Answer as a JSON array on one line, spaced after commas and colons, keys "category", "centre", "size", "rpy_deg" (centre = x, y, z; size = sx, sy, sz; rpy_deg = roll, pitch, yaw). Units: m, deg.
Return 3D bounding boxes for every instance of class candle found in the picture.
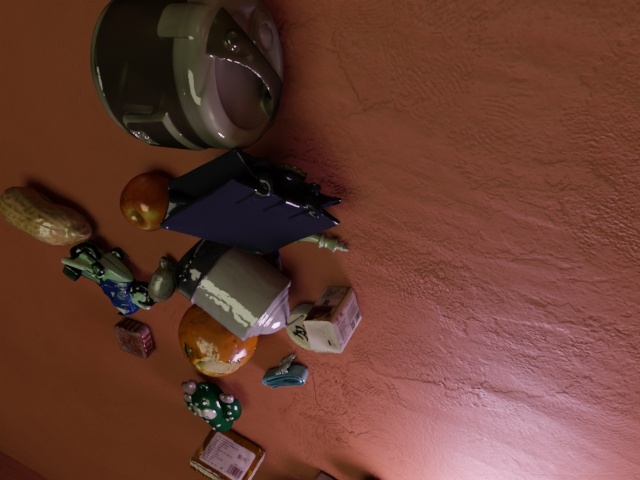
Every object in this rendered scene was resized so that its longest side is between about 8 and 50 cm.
[{"category": "candle", "centre": [-0.212, 0.137, 1.415], "size": [0.343, 0.221, 0.221], "rpy_deg": [40, 131, 3]}]

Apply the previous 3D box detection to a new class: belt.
[{"category": "belt", "centre": [-0.125, 0.421, 1.663], "size": [0.179, 0.065, 0.100], "rpy_deg": [-23, 117, 37]}]

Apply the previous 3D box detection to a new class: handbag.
[{"category": "handbag", "centre": [-0.155, -0.082, 1.189], "size": [0.304, 0.121, 0.329], "rpy_deg": [19, 153, -40]}]

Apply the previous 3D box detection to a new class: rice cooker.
[{"category": "rice cooker", "centre": [-0.246, -0.341, 1.065], "size": [0.326, 0.335, 0.335], "rpy_deg": [9, 124, 23]}]

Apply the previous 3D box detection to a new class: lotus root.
[{"category": "lotus root", "centre": [-0.494, 0.128, 1.656], "size": [0.088, 0.088, 0.165], "rpy_deg": [28, 116, 10]}]

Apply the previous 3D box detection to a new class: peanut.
[{"category": "peanut", "centre": [-0.895, -0.074, 1.709], "size": [0.325, 0.153, 0.140], "rpy_deg": [23, 94, 4]}]

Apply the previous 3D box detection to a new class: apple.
[{"category": "apple", "centre": [-0.471, -0.109, 1.459], "size": [0.164, 0.139, 0.163], "rpy_deg": [18, 140, 16]}]

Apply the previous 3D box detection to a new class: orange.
[{"category": "orange", "centre": [-0.303, 0.279, 1.561], "size": [0.240, 0.240, 0.239], "rpy_deg": [14, 126, 20]}]

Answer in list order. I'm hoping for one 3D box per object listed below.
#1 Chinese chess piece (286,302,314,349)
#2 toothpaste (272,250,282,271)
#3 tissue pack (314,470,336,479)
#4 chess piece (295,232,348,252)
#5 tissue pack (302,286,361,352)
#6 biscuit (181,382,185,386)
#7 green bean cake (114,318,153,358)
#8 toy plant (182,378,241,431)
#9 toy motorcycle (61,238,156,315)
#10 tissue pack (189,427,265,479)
[{"category": "Chinese chess piece", "centre": [-0.031, 0.247, 1.498], "size": [0.144, 0.058, 0.144], "rpy_deg": [13, 125, 20]}, {"category": "toothpaste", "centre": [-0.121, 0.046, 1.445], "size": [0.024, 0.015, 0.083], "rpy_deg": [-3, 114, 20]}, {"category": "tissue pack", "centre": [0.040, 0.924, 1.887], "size": [0.169, 0.082, 0.119], "rpy_deg": [27, 131, 11]}, {"category": "chess piece", "centre": [0.000, 0.000, 1.325], "size": [0.149, 0.059, 0.059], "rpy_deg": [21, 128, 9]}, {"category": "tissue pack", "centre": [0.032, 0.206, 1.377], "size": [0.099, 0.148, 0.106], "rpy_deg": [-3, 118, 30]}, {"category": "biscuit", "centre": [-0.481, 0.570, 1.982], "size": [0.082, 0.018, 0.083], "rpy_deg": [-9, 116, 32]}, {"category": "green bean cake", "centre": [-0.682, 0.358, 1.928], "size": [0.136, 0.056, 0.135], "rpy_deg": [13, 127, 21]}, {"category": "toy plant", "centre": [-0.391, 0.587, 1.883], "size": [0.233, 0.112, 0.243], "rpy_deg": [23, 134, 8]}, {"category": "toy motorcycle", "centre": [-0.694, 0.135, 1.753], "size": [0.331, 0.125, 0.196], "rpy_deg": [34, 129, -1]}, {"category": "tissue pack", "centre": [-0.345, 0.813, 1.958], "size": [0.226, 0.183, 0.091], "rpy_deg": [25, 133, 13]}]
